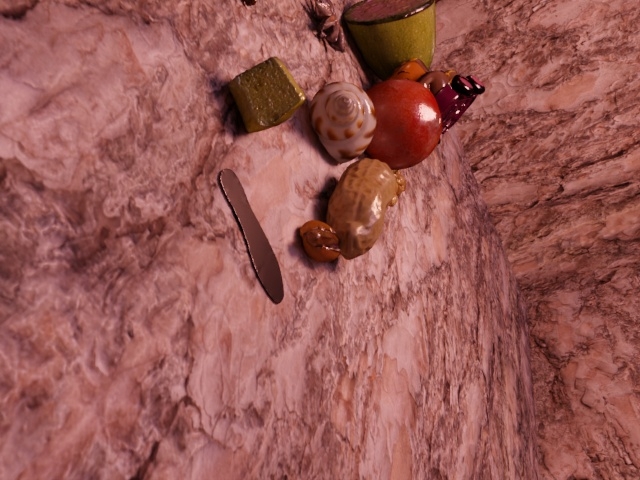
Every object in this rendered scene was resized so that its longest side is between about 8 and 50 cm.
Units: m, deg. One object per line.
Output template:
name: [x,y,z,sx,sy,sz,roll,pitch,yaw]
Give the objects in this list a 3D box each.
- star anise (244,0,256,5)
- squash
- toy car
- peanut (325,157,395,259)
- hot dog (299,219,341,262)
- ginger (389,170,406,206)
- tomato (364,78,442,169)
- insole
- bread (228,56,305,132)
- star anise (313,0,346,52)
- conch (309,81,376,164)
star anise: [-0.169,-0.602,1.298,0.191,0.070,0.097,61,33,-50]
squash: [0.254,-0.658,2.065,0.310,0.310,0.309,-76,156,-51]
toy car: [0.360,-0.473,2.003,0.240,0.271,0.340,46,31,12]
peanut: [0.091,-0.080,1.401,0.325,0.140,0.153,-69,177,-46]
hot dog: [0.000,-0.002,1.236,0.140,0.060,0.090,24,47,-55]
ginger: [0.229,-0.178,1.870,0.176,0.052,0.193,21,53,-54]
tomato: [0.233,-0.342,1.761,0.265,0.264,0.265,46,34,-44]
insole: [-0.117,-0.008,1.057,0.253,0.005,0.086,68,23,-8]
bread: [-0.103,-0.272,1.148,0.114,0.129,0.111,61,-11,-10]
star anise: [0.023,-0.634,1.760,0.195,0.065,0.183,48,28,-44]
conch: [0.058,-0.297,1.470,0.183,0.148,0.275,68,21,5]
